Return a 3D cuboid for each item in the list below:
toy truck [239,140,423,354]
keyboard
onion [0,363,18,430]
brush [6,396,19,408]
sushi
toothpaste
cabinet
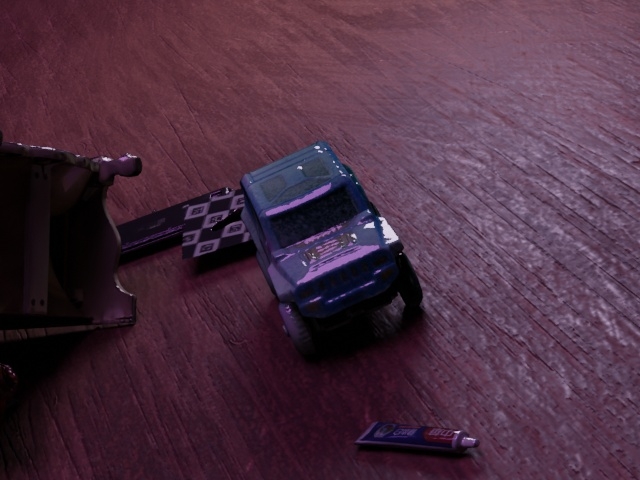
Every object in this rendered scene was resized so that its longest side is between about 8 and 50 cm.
[{"bbox_3d":[0.000,0.000,1.720,0.155,0.156,0.279,-24,25,-2],"label":"toy truck"},{"bbox_3d":[-0.223,-0.014,2.075,0.230,0.025,0.093,-19,28,10],"label":"keyboard"},{"bbox_3d":[-0.405,0.182,1.699,0.218,0.139,0.195,-11,9,30],"label":"onion"},{"bbox_3d":[-0.434,0.164,1.898,0.043,0.036,0.248,-37,29,-18],"label":"brush"},{"bbox_3d":[-0.082,-0.025,1.975,0.201,0.031,0.139,-16,32,9],"label":"sushi"},{"bbox_3d":[0.091,0.184,1.448,0.140,0.021,0.037,-1,29,43],"label":"toothpaste"},{"bbox_3d":[-0.423,-0.007,1.862,0.318,0.227,0.290,-4,-7,30],"label":"cabinet"}]
